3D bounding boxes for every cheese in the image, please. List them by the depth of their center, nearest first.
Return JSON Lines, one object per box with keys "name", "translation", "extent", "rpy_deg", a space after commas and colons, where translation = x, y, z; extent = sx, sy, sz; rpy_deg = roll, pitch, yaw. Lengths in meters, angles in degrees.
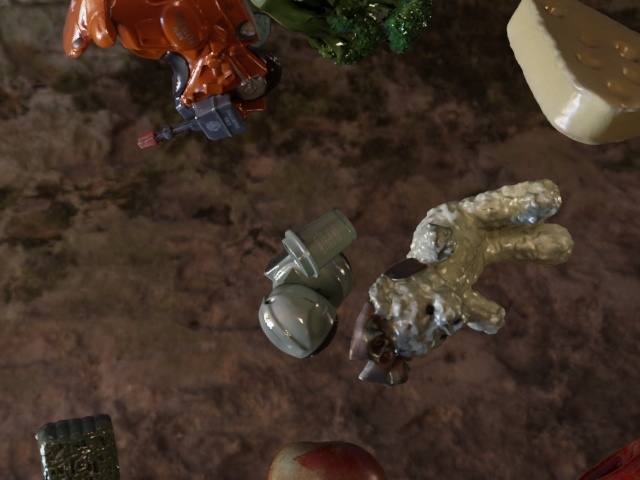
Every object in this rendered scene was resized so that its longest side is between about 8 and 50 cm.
{"name": "cheese", "translation": [0.497, -0.291, 1.350], "extent": [0.384, 0.104, 0.384], "rpy_deg": [14, -137, -13]}

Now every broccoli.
{"name": "broccoli", "translation": [0.023, -0.387, 1.027], "extent": [0.308, 0.308, 0.275], "rpy_deg": [0, -165, 42]}

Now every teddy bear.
{"name": "teddy bear", "translation": [0.274, 0.098, 1.429], "extent": [0.375, 0.327, 0.362], "rpy_deg": [-6, -137, 26]}

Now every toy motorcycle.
{"name": "toy motorcycle", "translation": [-0.187, -0.247, 0.930], "extent": [0.221, 0.148, 0.325], "rpy_deg": [-18, 147, 10]}

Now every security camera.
{"name": "security camera", "translation": [-0.037, 0.143, 1.725], "extent": [0.197, 0.191, 0.277], "rpy_deg": [-38, -162, 32]}

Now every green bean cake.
{"name": "green bean cake", "translation": [-0.577, 0.521, 1.796], "extent": [0.181, 0.173, 0.094], "rpy_deg": [-7, -165, -18]}

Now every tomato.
{"name": "tomato", "translation": [0.014, 0.554, 1.589], "extent": [0.270, 0.270, 0.222], "rpy_deg": [-5, -127, 23]}

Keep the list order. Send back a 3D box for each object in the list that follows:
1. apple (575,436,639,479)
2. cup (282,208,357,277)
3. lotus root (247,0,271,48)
{"name": "apple", "translation": [0.347, 0.302, 0.739], "extent": [0.218, 0.201, 0.218], "rpy_deg": [-28, 167, -7]}
{"name": "cup", "translation": [0.000, 0.000, 1.601], "extent": [0.141, 0.120, 0.120], "rpy_deg": [-37, -166, -8]}
{"name": "lotus root", "translation": [-0.257, -0.621, 2.017], "extent": [0.149, 0.260, 0.267], "rpy_deg": [-10, 158, -39]}
